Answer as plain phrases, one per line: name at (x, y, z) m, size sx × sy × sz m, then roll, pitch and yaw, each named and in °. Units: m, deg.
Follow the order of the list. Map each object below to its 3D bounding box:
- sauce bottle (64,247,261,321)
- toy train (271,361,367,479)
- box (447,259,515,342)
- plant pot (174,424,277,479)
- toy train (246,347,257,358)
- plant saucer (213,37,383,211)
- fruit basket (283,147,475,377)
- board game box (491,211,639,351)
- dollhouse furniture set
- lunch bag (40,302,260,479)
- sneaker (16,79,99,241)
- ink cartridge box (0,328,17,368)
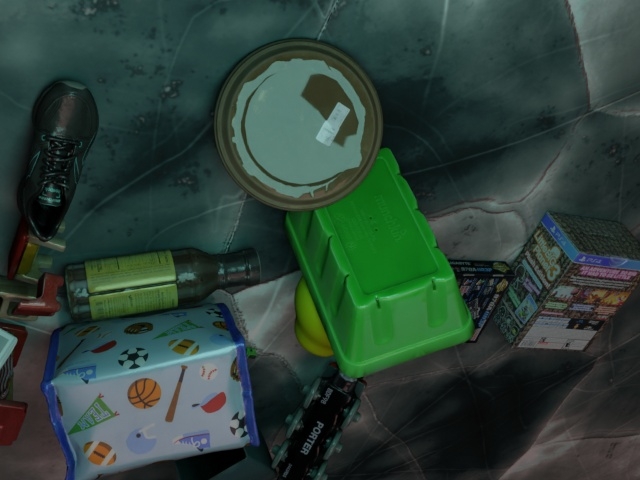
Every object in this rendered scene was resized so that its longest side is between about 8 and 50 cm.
sauce bottle at (-0.281, 0.073, 1.486) m, size 0.345 × 0.111 × 0.111 m, roll -6°, pitch 132°, yaw -17°
toy train at (-0.001, 0.413, 1.861) m, size 0.142 × 0.190 × 0.333 m, roll 28°, pitch 109°, yaw 5°
box at (0.314, 0.141, 1.845) m, size 0.175 × 0.051 × 0.220 m, roll 2°, pitch 129°, yaw -25°
plant pot at (-0.205, 0.491, 1.871) m, size 0.166 × 0.165 × 0.234 m, roll -32°, pitch 144°, yaw 7°
toy train at (-0.173, 0.238, 1.744) m, size 0.083 × 0.023 × 0.017 m, roll 13°, pitch 124°, yaw -32°
plant saucer at (-0.031, -0.183, 1.307) m, size 0.278 × 0.041 × 0.277 m, roll -1°, pitch 97°, yaw -10°
fruit basket at (0.080, 0.074, 1.474) m, size 0.283 × 0.392 × 0.392 m, roll -18°, pitch 135°, yaw -8°
board game box at (0.556, 0.100, 1.847) m, size 0.232 × 0.141 × 0.291 m, roll 7°, pitch 127°, yaw -28°
dollhouse furniture set at (-0.551, 0.151, 1.379) m, size 0.152 × 0.201 × 0.374 m, roll 11°, pitch 124°, yaw -28°
lunch bag at (-0.302, 0.238, 1.447) m, size 0.328 × 0.385 × 0.238 m, roll -9°, pitch 107°, yaw -14°
sneaker at (-0.402, -0.117, 1.266) m, size 0.101 × 0.106 × 0.267 m, roll 7°, pitch 125°, yaw -26°
ink cartridge box at (-0.643, 0.155, 1.235) m, size 0.296 × 0.066 × 0.261 m, roll 34°, pitch 130°, yaw -15°
